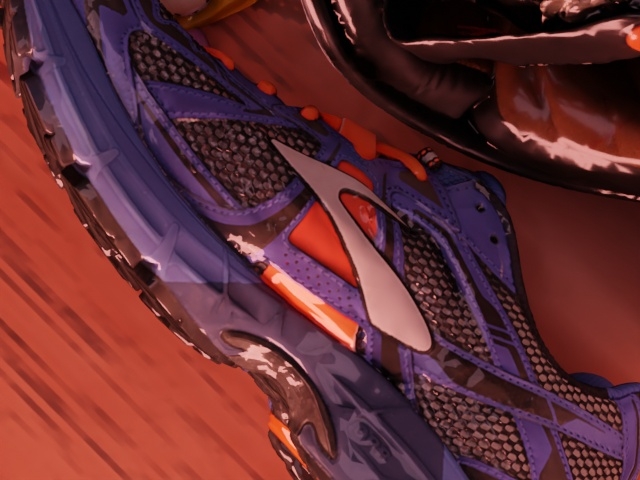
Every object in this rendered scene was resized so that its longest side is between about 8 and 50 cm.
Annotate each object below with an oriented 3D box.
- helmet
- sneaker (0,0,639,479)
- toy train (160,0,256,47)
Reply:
[{"bbox_3d":[0.079,-0.103,0.390,0.169,0.169,0.161,12,74,5],"label":"helmet"},{"bbox_3d":[0.000,0.000,0.440,0.087,0.083,0.221,-41,101,-10],"label":"sneaker"},{"bbox_3d":[-0.057,-0.113,0.461,0.125,0.046,0.166,39,92,4],"label":"toy train"}]
